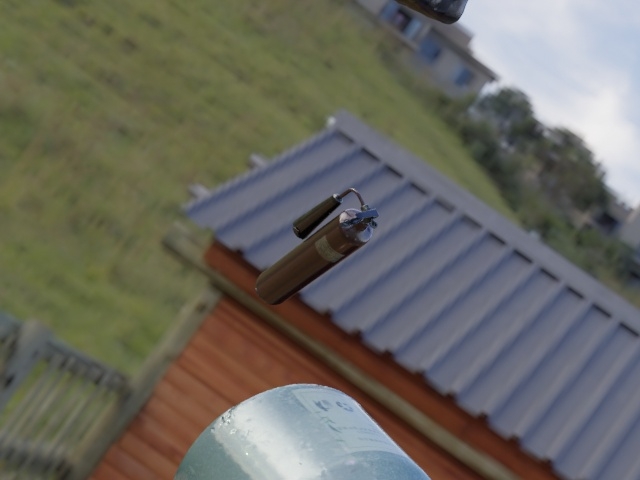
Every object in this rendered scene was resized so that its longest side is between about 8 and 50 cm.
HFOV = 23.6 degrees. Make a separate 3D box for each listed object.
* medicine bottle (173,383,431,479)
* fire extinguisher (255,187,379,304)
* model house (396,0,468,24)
[{"bbox_3d":[0.016,0.312,1.498,0.245,0.245,0.290,38,4,-39],"label":"medicine bottle"},{"bbox_3d":[0.000,0.000,1.134,0.035,0.049,0.173,23,-30,-20],"label":"fire extinguisher"},{"bbox_3d":[0.046,-0.247,0.870,0.211,0.194,0.170,31,3,5],"label":"model house"}]
